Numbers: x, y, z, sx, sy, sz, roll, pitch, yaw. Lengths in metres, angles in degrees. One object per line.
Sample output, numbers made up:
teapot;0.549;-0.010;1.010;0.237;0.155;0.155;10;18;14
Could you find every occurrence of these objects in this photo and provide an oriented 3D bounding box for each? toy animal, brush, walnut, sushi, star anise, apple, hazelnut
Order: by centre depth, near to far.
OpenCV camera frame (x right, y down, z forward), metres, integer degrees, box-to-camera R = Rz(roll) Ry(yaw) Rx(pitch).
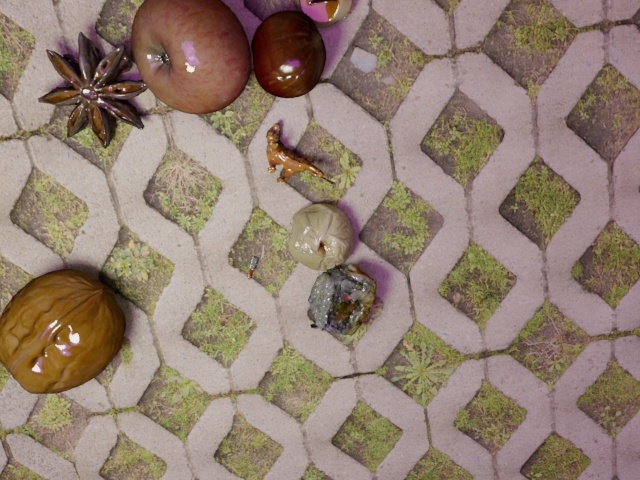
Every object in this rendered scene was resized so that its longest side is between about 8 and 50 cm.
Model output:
apple;-0.355;-0.506;1.391;0.345;0.269;0.344;5;108;15
hazelnut;-0.083;-0.518;1.436;0.230;0.229;0.229;0;106;0
star anise;-0.650;-0.434;1.515;0.332;0.117;0.331;0;115;0
toy animal;-0.072;-0.233;1.589;0.255;0.116;0.114;33;127;-14
walnut;-0.806;0.282;1.619;0.354;0.308;0.398;40;104;-11
sushi;0.064;0.204;1.663;0.184;0.139;0.274;10;111;-26
brush;-0.226;0.094;1.711;0.019;0.021;0.083;19;106;-8

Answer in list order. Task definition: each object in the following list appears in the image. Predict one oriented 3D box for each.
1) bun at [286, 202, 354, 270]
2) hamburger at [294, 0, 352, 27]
bun;0.000;0.000;1.624;0.221;0.134;0.220;-1;109;-3
hamburger;0.005;-0.703;1.438;0.173;0.116;0.210;-9;110;11
